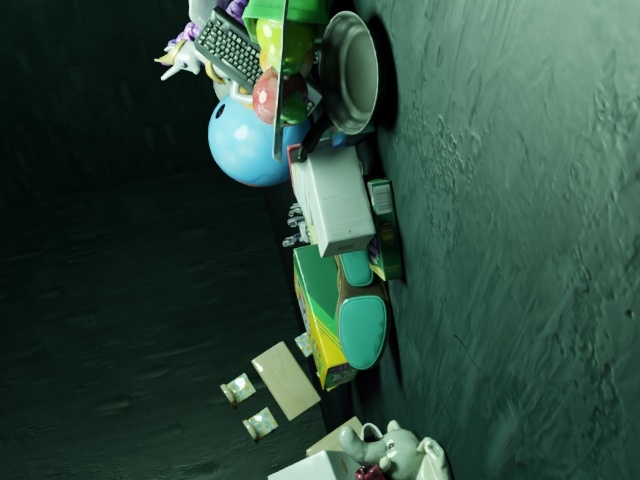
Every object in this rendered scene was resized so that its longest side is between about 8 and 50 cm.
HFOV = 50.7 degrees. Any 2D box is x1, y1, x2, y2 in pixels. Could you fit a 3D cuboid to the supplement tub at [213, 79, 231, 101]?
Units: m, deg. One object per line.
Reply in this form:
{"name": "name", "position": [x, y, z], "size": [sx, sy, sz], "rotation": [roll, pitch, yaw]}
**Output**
{"name": "supplement tub", "position": [-0.212, -0.522, 2.059], "size": [0.325, 0.236, 0.235], "rotation": [110, 147, -75]}

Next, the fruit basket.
{"name": "fruit basket", "position": [-0.056, -0.327, 1.295], "size": [0.327, 0.166, 0.352], "rotation": [-103, 12, -86]}

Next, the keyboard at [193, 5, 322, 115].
{"name": "keyboard", "position": [-0.124, -0.422, 1.555], "size": [0.201, 0.317, 0.033], "rotation": [-49, 9, 30]}

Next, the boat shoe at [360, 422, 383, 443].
{"name": "boat shoe", "position": [0.149, 0.565, 1.663], "size": [0.267, 0.096, 0.088], "rotation": [-99, -2, -58]}

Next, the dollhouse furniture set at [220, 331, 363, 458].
{"name": "dollhouse furniture set", "position": [-0.053, 0.486, 2.031], "size": [0.394, 0.362, 0.256], "rotation": [54, 164, 17]}

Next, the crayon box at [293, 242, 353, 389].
{"name": "crayon box", "position": [0.013, 0.213, 1.813], "size": [0.363, 0.106, 0.313], "rotation": [93, 162, -69]}

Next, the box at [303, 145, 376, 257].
{"name": "box", "position": [0.032, -0.069, 1.247], "size": [0.130, 0.091, 0.170], "rotation": [111, 148, -77]}

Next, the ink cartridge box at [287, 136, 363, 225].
{"name": "ink cartridge box", "position": [0.011, -0.131, 1.458], "size": [0.176, 0.128, 0.127], "rotation": [-116, 16, -61]}

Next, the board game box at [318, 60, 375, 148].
{"name": "board game box", "position": [0.047, -0.270, 1.302], "size": [0.210, 0.047, 0.160], "rotation": [-170, 70, -81]}

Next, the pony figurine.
{"name": "pony figurine", "position": [-0.213, -0.509, 1.680], "size": [0.350, 0.364, 0.303], "rotation": [-67, -9, 15]}

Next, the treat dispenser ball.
{"name": "treat dispenser ball", "position": [-0.166, -0.293, 1.884], "size": [0.288, 0.288, 0.288], "rotation": [168, 90, -82]}

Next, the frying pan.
{"name": "frying pan", "position": [0.043, -0.226, 1.156], "size": [0.197, 0.053, 0.326], "rotation": [55, 145, 41]}

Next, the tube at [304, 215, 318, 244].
{"name": "tube", "position": [0.000, 0.000, 1.990], "size": [0.070, 0.062, 0.240], "rotation": [-44, -52, -50]}

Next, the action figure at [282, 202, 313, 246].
{"name": "action figure", "position": [-0.054, -0.027, 2.181], "size": [0.285, 0.099, 0.185], "rotation": [180, 88, -78]}

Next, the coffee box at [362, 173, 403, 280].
{"name": "coffee box", "position": [0.109, -0.026, 1.248], "size": [0.113, 0.041, 0.184], "rotation": [-132, 31, -74]}

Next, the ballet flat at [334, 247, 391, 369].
{"name": "ballet flat", "position": [0.085, 0.095, 1.411], "size": [0.124, 0.116, 0.342], "rotation": [-59, -38, -72]}

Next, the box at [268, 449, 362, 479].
{"name": "box", "position": [0.044, 0.664, 1.699], "size": [0.345, 0.168, 0.215], "rotation": [36, -152, -59]}

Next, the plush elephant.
{"name": "plush elephant", "position": [0.113, 0.462, 1.269], "size": [0.272, 0.330, 0.255], "rotation": [145, 137, -67]}
